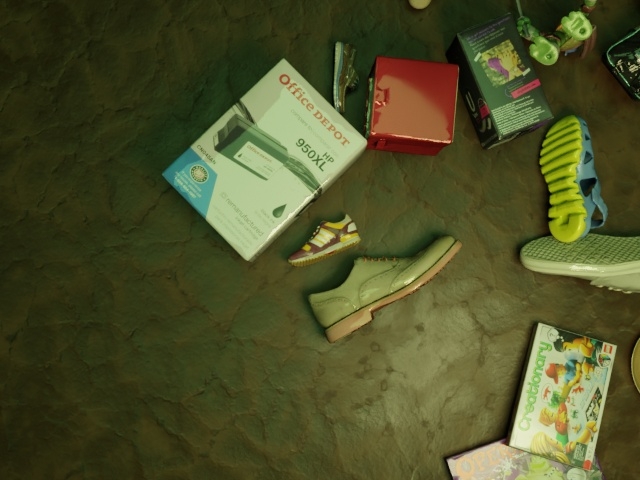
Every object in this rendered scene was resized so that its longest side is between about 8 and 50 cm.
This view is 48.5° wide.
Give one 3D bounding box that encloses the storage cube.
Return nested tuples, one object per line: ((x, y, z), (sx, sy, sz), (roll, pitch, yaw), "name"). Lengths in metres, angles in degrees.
((0.209, -0.317, 1.692), (0.193, 0.183, 0.214), (6, 87, -2), "storage cube")

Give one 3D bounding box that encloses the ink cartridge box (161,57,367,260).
((-0.127, -0.184, 1.683), (0.395, 0.166, 0.285), (-45, 90, -4), "ink cartridge box")

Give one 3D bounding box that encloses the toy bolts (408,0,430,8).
((0.219, -0.690, 1.763), (0.229, 0.158, 0.218), (37, 46, 10), "toy bolts")

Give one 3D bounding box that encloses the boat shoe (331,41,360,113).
((0.063, -0.400, 1.750), (0.066, 0.066, 0.183), (3, 87, -3), "boat shoe")

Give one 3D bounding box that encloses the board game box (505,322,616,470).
((0.575, 0.370, 1.701), (0.193, 0.053, 0.305), (16, 77, 6), "board game box")

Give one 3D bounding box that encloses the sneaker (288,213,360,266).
((0.000, 0.000, 1.732), (0.186, 0.069, 0.083), (-21, 79, -9), "sneaker")

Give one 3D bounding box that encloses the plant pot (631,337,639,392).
((0.878, 0.308, 1.757), (0.237, 0.032, 0.236), (0, 88, -2), "plant pot")

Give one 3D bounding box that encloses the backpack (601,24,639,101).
((0.806, -0.450, 1.732), (0.188, 0.144, 0.165), (-39, 87, 20), "backpack")

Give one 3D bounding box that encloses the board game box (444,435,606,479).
((0.497, 0.569, 1.711), (0.347, 0.056, 0.208), (-19, 76, -3), "board game box")

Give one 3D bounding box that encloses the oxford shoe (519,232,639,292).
((0.707, 0.065, 1.714), (0.450, 0.169, 0.130), (0, 123, 0), "oxford shoe")

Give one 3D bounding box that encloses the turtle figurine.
((0.552, -0.541, 1.680), (0.198, 0.266, 0.274), (-2, 119, 21), "turtle figurine")

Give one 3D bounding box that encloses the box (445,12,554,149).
((0.424, -0.376, 1.710), (0.144, 0.165, 0.270), (-21, 87, -1), "box")

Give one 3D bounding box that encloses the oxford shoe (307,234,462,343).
((0.153, 0.083, 1.695), (0.397, 0.140, 0.146), (-33, 81, -5), "oxford shoe")

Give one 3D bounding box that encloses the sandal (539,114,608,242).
((0.627, -0.148, 1.742), (0.138, 0.126, 0.317), (4, 83, -30), "sandal")
